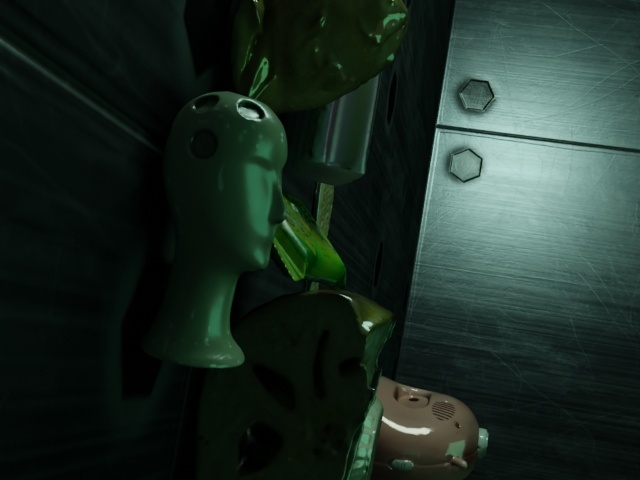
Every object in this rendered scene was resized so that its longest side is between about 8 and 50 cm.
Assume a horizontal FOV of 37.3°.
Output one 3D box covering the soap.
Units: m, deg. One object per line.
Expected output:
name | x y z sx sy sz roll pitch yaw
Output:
soap | 0.010 -0.125 0.811 0.100 0.056 0.149 165 -64 -68

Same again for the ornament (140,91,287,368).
ornament | -0.059 -0.007 0.554 0.075 0.081 0.156 -2 105 -65

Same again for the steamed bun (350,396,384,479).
steamed bun | 0.008 0.244 1.069 0.183 0.106 0.183 12 90 -81

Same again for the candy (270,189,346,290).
candy | -0.025 -0.007 0.731 0.032 0.102 0.178 -38 168 6

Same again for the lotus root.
lotus root | -0.023 0.144 0.721 0.119 0.138 0.235 49 51 -70

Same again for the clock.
clock | 0.140 0.293 1.482 0.227 0.241 0.142 -37 131 -75

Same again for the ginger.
ginger | 0.002 -0.146 0.697 0.193 0.122 0.115 -77 162 -78

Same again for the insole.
insole | 0.000 0.000 1.081 0.081 0.011 0.248 -40 137 -76
